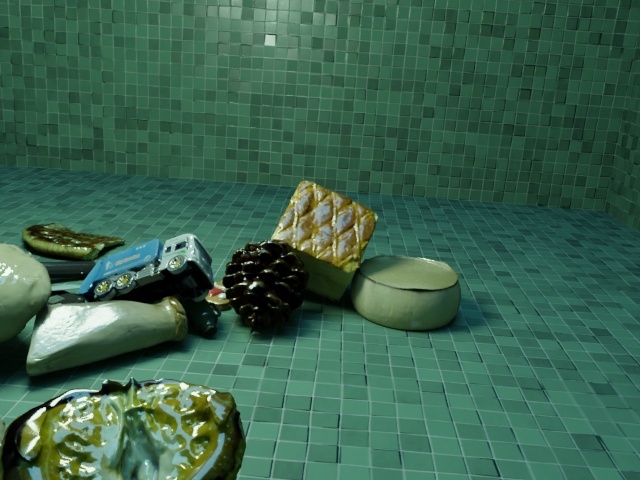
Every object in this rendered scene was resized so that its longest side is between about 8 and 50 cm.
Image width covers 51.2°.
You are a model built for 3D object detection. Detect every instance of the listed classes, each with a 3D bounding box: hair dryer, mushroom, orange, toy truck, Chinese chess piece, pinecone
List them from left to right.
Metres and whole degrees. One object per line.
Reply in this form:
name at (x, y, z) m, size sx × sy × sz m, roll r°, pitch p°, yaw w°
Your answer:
hair dryer at (-0.844, 0.091, 2.111) m, size 0.352 × 0.107 × 0.189 m, roll 1°, pitch 13°, yaw -39°
mushroom at (-0.525, 0.219, 1.633) m, size 0.407 × 0.138 × 0.154 m, roll -7°, pitch 35°, yaw -39°
orange at (-0.303, 0.371, 1.038) m, size 0.368 × 0.210 × 0.271 m, roll -2°, pitch 35°, yaw -23°
toy truck at (-0.470, 0.105, 1.816) m, size 0.367 × 0.146 × 0.175 m, roll -17°, pitch 43°, yaw 12°
pinecone at (-0.150, 0.131, 1.890) m, size 0.243 × 0.243 × 0.257 m, roll -3°, pitch 48°, yaw -23°
Chinese chess piece at (0.262, 0.154, 2.056) m, size 0.338 × 0.141 × 0.338 m, roll 2°, pitch 17°, yaw -1°

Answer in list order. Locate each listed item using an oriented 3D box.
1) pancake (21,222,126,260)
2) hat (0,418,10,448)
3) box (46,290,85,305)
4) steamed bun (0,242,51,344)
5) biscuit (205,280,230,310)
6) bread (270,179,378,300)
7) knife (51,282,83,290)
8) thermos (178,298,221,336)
pancake at (-0.934, 0.002, 2.453) m, size 0.426 × 0.067 × 0.305 m, roll 11°, pitch 10°, yaw 25°
hat at (-0.540, 0.402, 1.140) m, size 0.214 × 0.149 × 0.245 m, roll 6°, pitch 53°, yaw 27°
box at (-0.759, 0.177, 1.918) m, size 0.125 × 0.027 × 0.126 m, roll 12°, pitch 18°, yaw 26°
steamed bun at (-0.809, 0.121, 1.561) m, size 0.309 × 0.219 × 0.324 m, roll -41°, pitch 32°, yaw -4°
biscuit at (-0.370, 0.164, 2.028) m, size 0.339 × 0.047 × 0.216 m, roll -12°, pitch 24°, yaw -42°
bread at (0.000, 0.000, 2.069) m, size 0.279 × 0.207 × 0.279 m, roll 27°, pitch 51°, yaw 1°
knife at (-0.730, 0.136, 1.995) m, size 0.260 × 0.035 × 0.063 m, roll 0°, pitch 12°, yaw -41°
thermos at (-0.336, 0.194, 1.843) m, size 0.083 × 0.073 × 0.188 m, roll 31°, pitch 13°, yaw -49°
